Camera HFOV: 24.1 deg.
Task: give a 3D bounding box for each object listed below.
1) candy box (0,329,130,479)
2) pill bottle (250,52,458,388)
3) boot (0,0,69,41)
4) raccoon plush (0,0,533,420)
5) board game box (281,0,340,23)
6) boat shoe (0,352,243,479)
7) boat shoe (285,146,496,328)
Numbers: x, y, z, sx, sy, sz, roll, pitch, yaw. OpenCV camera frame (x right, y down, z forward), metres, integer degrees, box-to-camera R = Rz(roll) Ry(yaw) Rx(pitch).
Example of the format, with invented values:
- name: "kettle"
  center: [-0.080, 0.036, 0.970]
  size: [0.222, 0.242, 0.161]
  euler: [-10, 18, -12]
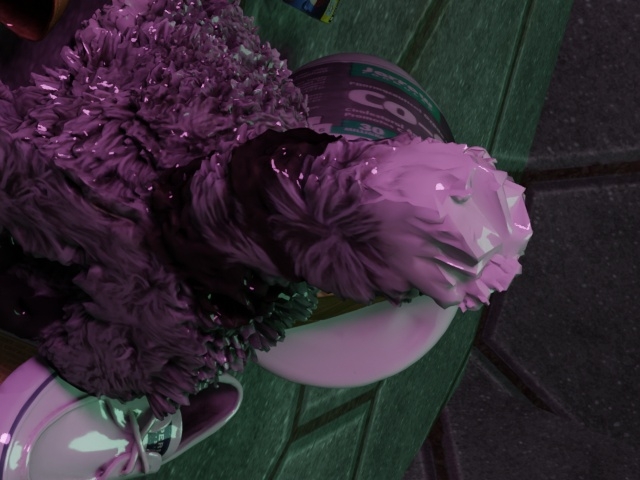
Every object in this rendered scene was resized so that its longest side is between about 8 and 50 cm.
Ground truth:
- name: "candy box"
  center: [-0.198, 0.136, 1.103]
  size: [0.182, 0.088, 0.316]
  euler: [95, 22, -43]
- name: "pill bottle"
  center: [0.018, -0.038, 1.271]
  size: [0.361, 0.204, 0.204]
  euler: [-82, -172, -69]
- name: "boot"
  center: [-0.129, -0.257, 0.802]
  size: [0.220, 0.109, 0.283]
  euler: [-57, 169, -24]
- name: "raccoon plush"
  center: [-0.015, -0.053, 0.903]
  size: [0.299, 0.447, 0.216]
  euler: [-49, 135, -38]
- name: "board game box"
  center: [-0.008, -0.290, 1.228]
  size: [0.194, 0.060, 0.194]
  euler: [-69, 164, 5]
- name: "boat shoe"
  center: [-0.132, 0.116, 0.995]
  size: [0.258, 0.084, 0.095]
  euler: [-25, 129, -63]
- name: "boat shoe"
  center: [0.000, 0.000, 1.051]
  size: [0.098, 0.277, 0.096]
  euler: [30, 49, -67]
